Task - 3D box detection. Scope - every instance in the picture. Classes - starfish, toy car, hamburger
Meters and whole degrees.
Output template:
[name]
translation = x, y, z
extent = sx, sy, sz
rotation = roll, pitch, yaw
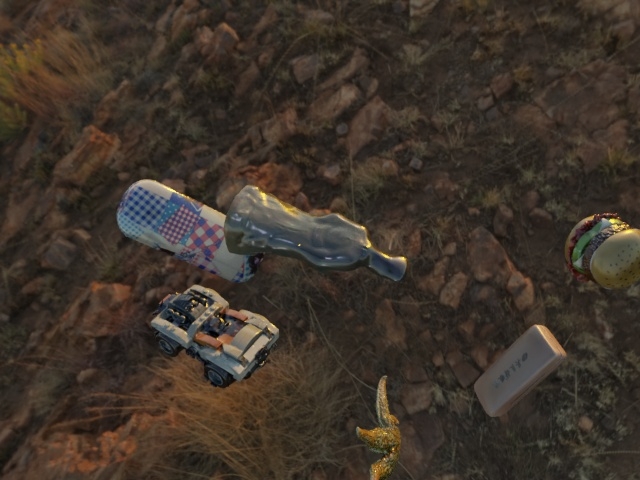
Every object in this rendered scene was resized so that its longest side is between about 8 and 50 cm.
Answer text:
[starfish]
translation = 0.101, 0.308, 0.839
extent = 0.053, 0.208, 0.175
rotation = -6, 72, 13
[toy car]
translation = -0.257, 0.212, 1.225
extent = 0.301, 0.118, 0.193
rotation = 27, 46, 20
[hamburger]
translation = 0.647, 0.033, 1.163
extent = 0.175, 0.175, 0.137
rotation = -36, 28, -1

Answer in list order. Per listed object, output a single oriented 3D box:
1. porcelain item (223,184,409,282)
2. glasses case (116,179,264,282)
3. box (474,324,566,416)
[porcelain item]
translation = 0.000, 0.000, 0.615
extent = 0.216, 0.069, 0.081
rotation = 16, 47, 10
[glasses case]
translation = -0.259, -0.014, 1.089
extent = 0.076, 0.327, 0.125
rotation = 12, 76, 55
[box]
translation = 0.218, 0.146, 0.583
extent = 0.115, 0.025, 0.048
rotation = -57, 36, 30
